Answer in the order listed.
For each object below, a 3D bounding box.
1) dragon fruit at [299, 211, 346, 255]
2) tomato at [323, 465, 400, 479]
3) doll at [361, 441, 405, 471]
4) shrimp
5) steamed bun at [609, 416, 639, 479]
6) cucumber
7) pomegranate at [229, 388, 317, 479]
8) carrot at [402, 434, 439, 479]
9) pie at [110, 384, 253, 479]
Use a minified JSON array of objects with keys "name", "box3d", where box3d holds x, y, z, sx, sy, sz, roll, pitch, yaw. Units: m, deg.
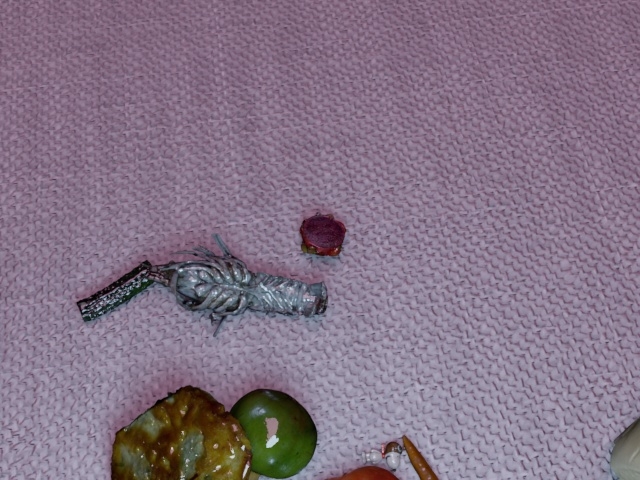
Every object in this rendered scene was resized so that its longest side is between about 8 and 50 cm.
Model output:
[{"name":"dragon fruit","box3d":[0.003,-0.003,1.916,0.112,0.068,0.126,4,47,-16]},{"name":"tomato","box3d":[0.077,0.532,1.591,0.233,0.139,0.200,-20,70,-11]},{"name":"doll","box3d":[0.126,0.431,1.702,0.085,0.040,0.058,12,73,6]},{"name":"shrimp","box3d":[-0.192,0.102,1.815,0.410,0.166,0.221,11,85,-10]},{"name":"steamed bun","box3d":[0.706,0.414,1.619,0.272,0.273,0.290,27,60,30]},{"name":"cucumber","box3d":[-0.447,0.113,1.855,0.187,0.058,0.058,-33,67,-16]},{"name":"pomegranate","box3d":[-0.113,0.403,1.647,0.187,0.187,0.225,29,86,14]},{"name":"carrot","box3d":[0.216,0.481,1.676,0.048,0.048,0.216,-21,60,-11]},{"name":"pie","box3d":[-0.263,0.447,1.600,0.355,0.103,0.288,-39,68,19]}]
